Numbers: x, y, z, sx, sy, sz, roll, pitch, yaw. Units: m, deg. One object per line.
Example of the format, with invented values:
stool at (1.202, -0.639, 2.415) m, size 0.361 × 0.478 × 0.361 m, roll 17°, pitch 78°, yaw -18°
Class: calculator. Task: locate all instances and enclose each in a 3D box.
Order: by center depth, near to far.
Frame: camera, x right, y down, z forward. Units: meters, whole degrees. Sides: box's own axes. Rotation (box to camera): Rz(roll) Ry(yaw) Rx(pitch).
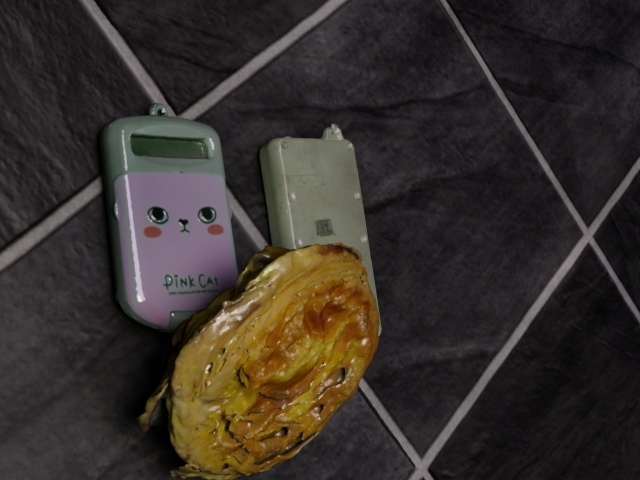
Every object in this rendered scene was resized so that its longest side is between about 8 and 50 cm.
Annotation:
calculator at (-0.156, -0.025, 1.079) m, size 0.141 × 0.045 × 0.246 m, roll 1°, pitch 77°, yaw -39°

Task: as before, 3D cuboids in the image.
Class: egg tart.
egg tart at (-0.067, 0.109, 1.033) m, size 0.297 × 0.132 × 0.297 m, roll -36°, pitch 145°, yaw -30°

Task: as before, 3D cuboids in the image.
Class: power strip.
power strip at (0.000, 0.000, 1.196) m, size 0.118 × 0.046 × 0.271 m, roll -3°, pitch 81°, yaw -36°
